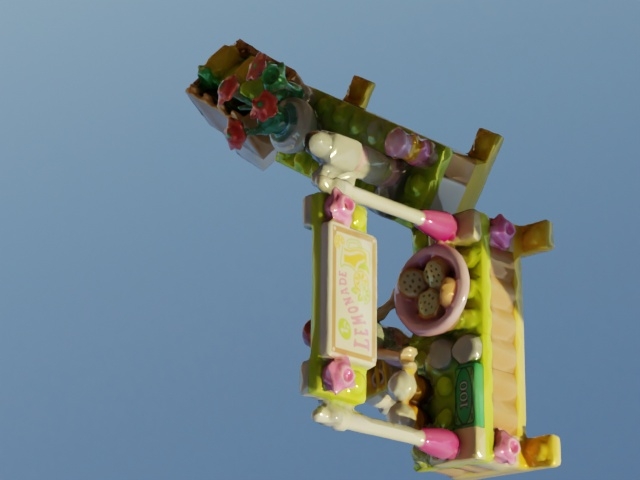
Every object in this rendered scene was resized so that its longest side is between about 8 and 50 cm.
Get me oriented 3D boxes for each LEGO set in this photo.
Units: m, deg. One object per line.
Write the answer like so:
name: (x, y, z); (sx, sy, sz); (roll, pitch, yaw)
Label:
LEGO set: (0.000, 0.000, 0.647); (0.132, 0.107, 0.287); (-40, -129, 30)
